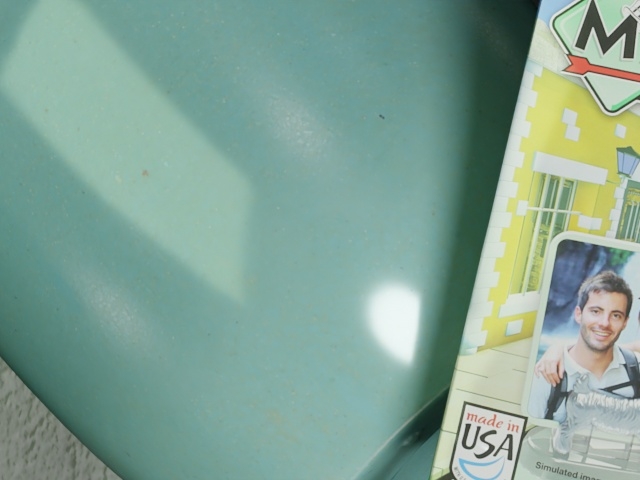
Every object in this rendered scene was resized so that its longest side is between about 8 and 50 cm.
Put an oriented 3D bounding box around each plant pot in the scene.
[{"bbox_3d":[0.000,0.000,0.814,0.235,0.293,0.293,50,119,22],"label":"plant pot"}]

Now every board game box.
[{"bbox_3d":[0.213,0.019,0.627,0.317,0.046,0.213,13,94,13],"label":"board game box"}]
